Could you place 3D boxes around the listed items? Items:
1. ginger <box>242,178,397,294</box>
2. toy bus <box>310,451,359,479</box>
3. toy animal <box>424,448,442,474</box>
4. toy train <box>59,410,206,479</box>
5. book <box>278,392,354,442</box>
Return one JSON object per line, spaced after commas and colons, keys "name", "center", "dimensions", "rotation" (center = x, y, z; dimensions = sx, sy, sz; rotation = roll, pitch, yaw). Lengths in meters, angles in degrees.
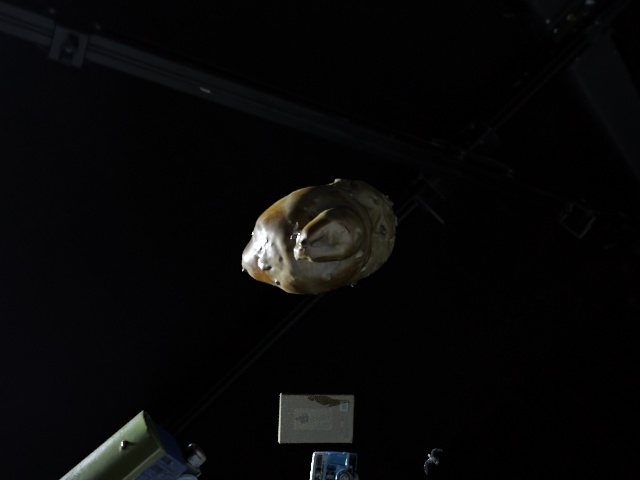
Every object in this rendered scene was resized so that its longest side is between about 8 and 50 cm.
{"name": "ginger", "center": [0.000, 0.000, 0.933], "dimensions": [0.257, 0.375, 0.176], "rotation": [-16, -88, 5]}
{"name": "toy bus", "center": [0.033, 0.767, 1.754], "dimensions": [0.131, 0.296, 0.106], "rotation": [-1, -21, 20]}
{"name": "toy animal", "center": [0.324, 0.629, 1.735], "dimensions": [0.084, 0.028, 0.050], "rotation": [-49, -33, -25]}
{"name": "toy train", "center": [-0.382, 0.483, 1.175], "dimensions": [0.300, 0.131, 0.202], "rotation": [-40, -50, -7]}
{"name": "book", "center": [-0.011, 0.478, 1.619], "dimensions": [0.199, 0.016, 0.138], "rotation": [2, -84, -4]}
